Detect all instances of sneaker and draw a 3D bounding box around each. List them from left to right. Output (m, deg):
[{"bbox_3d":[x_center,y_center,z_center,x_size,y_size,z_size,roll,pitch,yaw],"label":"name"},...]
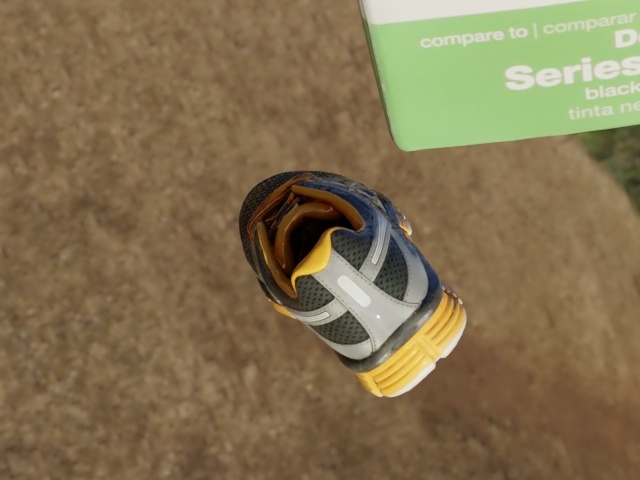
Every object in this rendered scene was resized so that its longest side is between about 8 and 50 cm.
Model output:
[{"bbox_3d":[0.000,0.000,0.832,0.083,0.084,0.215,42,-2,-26],"label":"sneaker"}]

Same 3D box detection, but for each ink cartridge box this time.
[{"bbox_3d":[0.043,-0.155,0.400,0.219,0.092,0.160,74,14,-51],"label":"ink cartridge box"}]
